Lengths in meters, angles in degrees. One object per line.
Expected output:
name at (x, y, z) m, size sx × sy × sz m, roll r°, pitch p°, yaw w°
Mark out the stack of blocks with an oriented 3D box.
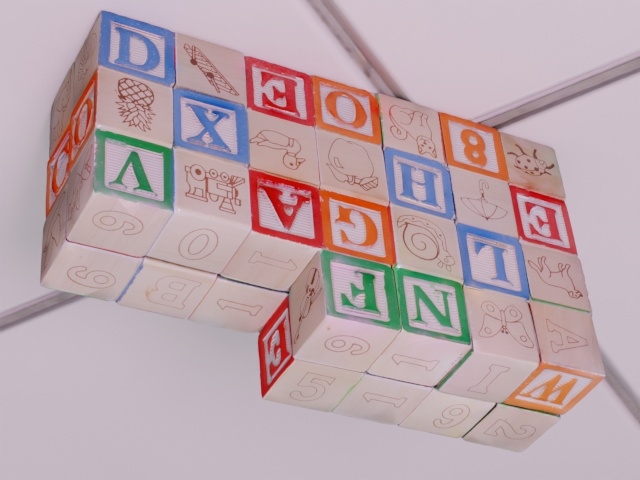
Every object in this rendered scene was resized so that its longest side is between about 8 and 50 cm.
stack of blocks at (0.000, 0.000, 0.866) m, size 0.297 × 0.171 × 0.087 m, roll 15°, pitch 138°, yaw -23°
